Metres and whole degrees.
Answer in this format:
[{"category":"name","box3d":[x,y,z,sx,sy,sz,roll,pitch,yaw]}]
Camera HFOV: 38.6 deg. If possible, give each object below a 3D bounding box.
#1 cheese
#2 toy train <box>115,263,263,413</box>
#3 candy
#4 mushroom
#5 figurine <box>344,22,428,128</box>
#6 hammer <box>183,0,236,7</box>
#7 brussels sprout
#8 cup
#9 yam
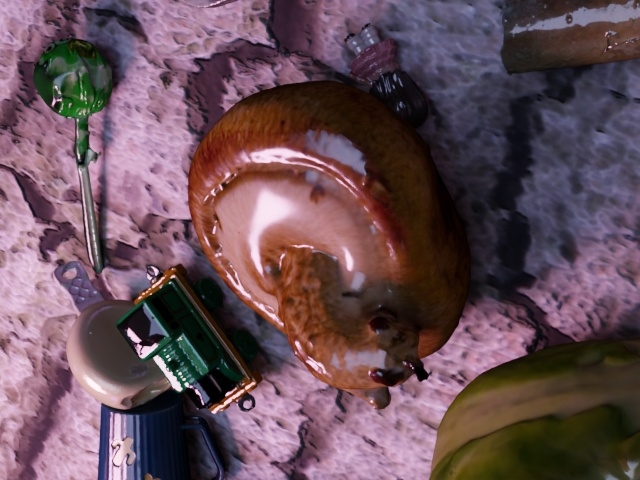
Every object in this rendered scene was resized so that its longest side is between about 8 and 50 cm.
[{"category":"cheese","box3d":[-0.285,0.117,1.215,0.227,0.137,0.064,50,145,21]},{"category":"toy train","box3d":[-0.166,0.130,1.150,0.091,0.136,0.228,-37,84,28]},{"category":"candy","box3d":[-0.309,-0.103,1.200,0.097,0.097,0.323,11,117,23]},{"category":"mushroom","box3d":[0.000,0.000,0.952,0.345,0.259,0.345,20,136,20]},{"category":"figurine","box3d":[0.067,-0.171,0.997,0.072,0.054,0.129,-29,91,5]},{"category":"hammer","box3d":[-0.094,-0.376,1.040,0.103,0.029,0.246,41,116,11]},{"category":"brussels sprout","box3d":[0.255,0.263,0.903,0.315,0.276,0.371,31,114,12]},{"category":"cup","box3d":[-0.218,0.287,1.235,0.176,0.131,0.155,-2,101,-4]},{"category":"yam","box3d":[0.298,-0.220,0.846,0.259,0.106,0.106,-3,103,27]}]
